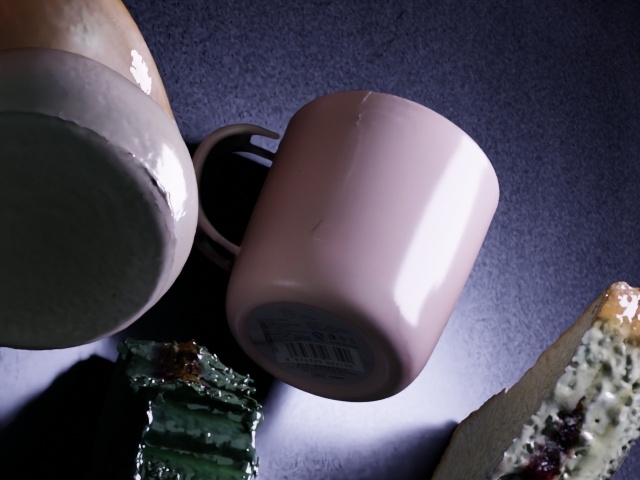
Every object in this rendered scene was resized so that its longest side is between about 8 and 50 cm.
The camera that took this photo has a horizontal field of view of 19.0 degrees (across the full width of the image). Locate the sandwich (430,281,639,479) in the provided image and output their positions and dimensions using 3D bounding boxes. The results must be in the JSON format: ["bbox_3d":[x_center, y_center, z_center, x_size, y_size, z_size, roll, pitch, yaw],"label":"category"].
[{"bbox_3d":[0.171,0.193,1.584,0.100,0.288,0.254,39,45,-2],"label":"sandwich"}]

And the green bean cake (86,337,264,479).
[{"bbox_3d":[-0.103,0.138,1.392,0.107,0.208,0.193,15,64,-9],"label":"green bean cake"}]

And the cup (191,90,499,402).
[{"bbox_3d":[0.000,0.000,1.592,0.253,0.191,0.200,24,56,1],"label":"cup"}]

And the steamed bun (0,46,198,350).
[{"bbox_3d":[-0.203,-0.041,1.385,0.232,0.232,0.145,41,25,-24],"label":"steamed bun"}]

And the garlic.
[{"bbox_3d":[-0.196,-0.137,1.503,0.245,0.145,0.164,53,15,-16],"label":"garlic"}]
